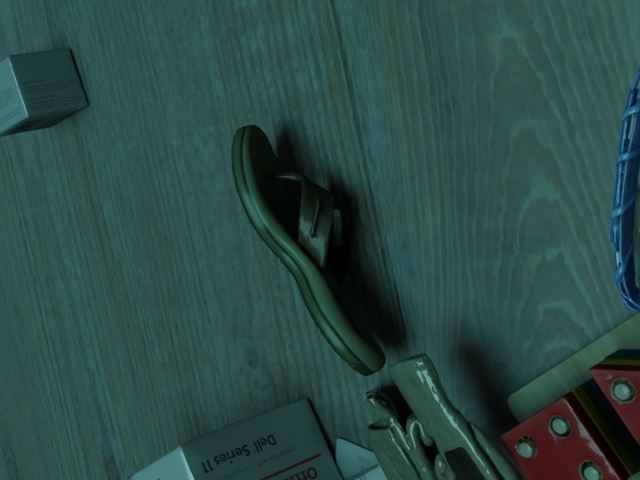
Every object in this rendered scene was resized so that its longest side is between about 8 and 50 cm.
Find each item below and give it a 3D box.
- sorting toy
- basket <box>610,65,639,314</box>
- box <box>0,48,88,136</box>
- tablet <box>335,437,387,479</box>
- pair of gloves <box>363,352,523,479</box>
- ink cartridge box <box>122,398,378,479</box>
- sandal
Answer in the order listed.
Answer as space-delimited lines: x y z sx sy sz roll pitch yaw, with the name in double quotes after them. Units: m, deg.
0.306 0.201 0.891 0.255 0.089 0.257 -44 72 40 "sorting toy"
0.296 -0.037 0.692 0.201 0.289 0.255 16 114 38 "basket"
-0.395 -0.201 1.392 0.101 0.102 0.087 -17 93 44 "box"
0.051 0.268 1.197 0.083 0.006 0.054 16 113 38 "tablet"
0.123 0.222 1.050 0.204 0.042 0.240 56 156 11 "pair of gloves"
-0.122 0.298 1.221 0.353 0.207 0.119 -35 75 42 "ink cartridge box"
0.001 0.001 1.109 0.086 0.120 0.303 -34 80 14 "sandal"
